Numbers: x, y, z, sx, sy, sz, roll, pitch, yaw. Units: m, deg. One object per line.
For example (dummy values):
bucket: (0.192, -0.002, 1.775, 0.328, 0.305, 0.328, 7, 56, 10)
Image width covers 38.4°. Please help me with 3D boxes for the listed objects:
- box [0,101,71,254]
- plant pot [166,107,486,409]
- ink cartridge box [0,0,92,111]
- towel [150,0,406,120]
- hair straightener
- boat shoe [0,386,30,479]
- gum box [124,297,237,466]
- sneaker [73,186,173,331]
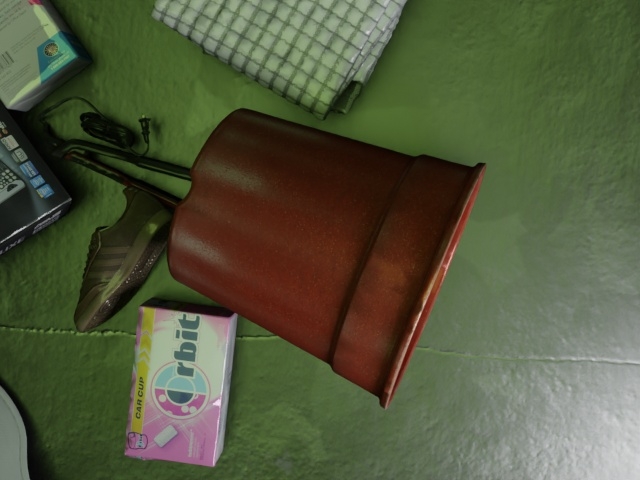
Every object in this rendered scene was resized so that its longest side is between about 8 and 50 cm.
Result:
box: (-0.467, -0.097, 1.012, 0.242, 0.076, 0.307, -35, 90, -24)
plant pot: (0.000, 0.000, 0.967, 0.265, 0.272, 0.272, 22, 96, 10)
ink cartridge box: (-0.361, -0.253, 1.055, 0.104, 0.061, 0.181, -34, 93, 6)
towel: (-0.014, -0.299, 1.002, 0.235, 0.121, 0.283, 28, 95, -1)
hair straightener: (-0.224, -0.109, 1.074, 0.230, 0.047, 0.089, 24, 96, 6)
boat shoe: (-0.394, 0.296, 1.086, 0.091, 0.114, 0.302, -33, 75, 39)
gum box: (-0.163, 0.170, 1.079, 0.107, 0.062, 0.188, 7, 95, 3)
sneaker: (-0.240, 0.021, 1.070, 0.071, 0.066, 0.188, 44, 108, 14)
